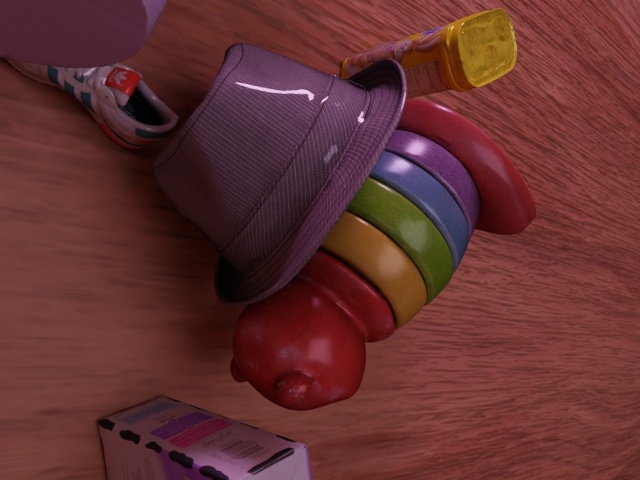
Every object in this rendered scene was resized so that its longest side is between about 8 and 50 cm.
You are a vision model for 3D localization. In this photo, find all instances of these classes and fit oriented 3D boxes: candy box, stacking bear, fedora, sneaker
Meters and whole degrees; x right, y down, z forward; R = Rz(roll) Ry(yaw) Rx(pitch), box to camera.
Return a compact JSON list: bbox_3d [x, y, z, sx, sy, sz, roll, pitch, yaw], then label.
[{"bbox_3d":[-0.093,0.229,0.492,0.070,0.196,0.164,-14,100,-45],"label":"candy box"},{"bbox_3d":[0.036,0.024,0.553,0.289,0.175,0.164,-51,124,-23],"label":"stacking bear"},{"bbox_3d":[-0.055,-0.077,0.511,0.124,0.275,0.243,34,95,-14],"label":"fedora"},{"bbox_3d":[-0.180,-0.135,0.487,0.161,0.075,0.057,43,61,-37],"label":"sneaker"}]

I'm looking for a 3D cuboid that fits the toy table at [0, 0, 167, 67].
[{"bbox_3d":[-0.201,-0.227,0.362,0.274,0.252,0.161,20,67,-6],"label":"toy table"}]

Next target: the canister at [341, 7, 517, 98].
[{"bbox_3d":[0.124,-0.210,0.723,0.126,0.170,0.073,-33,113,-40],"label":"canister"}]
